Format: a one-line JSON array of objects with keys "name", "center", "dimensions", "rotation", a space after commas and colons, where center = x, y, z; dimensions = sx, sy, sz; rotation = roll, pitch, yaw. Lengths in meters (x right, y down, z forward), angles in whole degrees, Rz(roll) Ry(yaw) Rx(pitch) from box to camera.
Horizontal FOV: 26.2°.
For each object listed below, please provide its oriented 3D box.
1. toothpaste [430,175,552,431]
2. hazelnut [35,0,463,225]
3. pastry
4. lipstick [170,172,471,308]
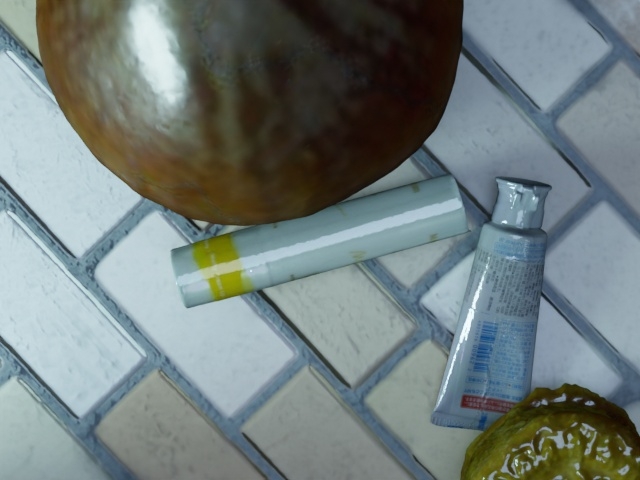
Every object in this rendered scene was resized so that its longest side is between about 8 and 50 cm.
[{"name": "toothpaste", "center": [0.162, 0.061, 1.236], "dimensions": [0.089, 0.057, 0.234], "rotation": [9, 98, -3]}, {"name": "hazelnut", "center": [-0.049, -0.214, 1.095], "dimensions": [0.359, 0.359, 0.409], "rotation": [1, 100, -1]}, {"name": "pastry", "center": [0.212, 0.227, 1.207], "dimensions": [0.188, 0.103, 0.189], "rotation": [0, 98, -3]}, {"name": "lipstick", "center": [0.000, 0.000, 1.226], "dimensions": [0.264, 0.059, 0.059], "rotation": [-16, 92, -1]}]
